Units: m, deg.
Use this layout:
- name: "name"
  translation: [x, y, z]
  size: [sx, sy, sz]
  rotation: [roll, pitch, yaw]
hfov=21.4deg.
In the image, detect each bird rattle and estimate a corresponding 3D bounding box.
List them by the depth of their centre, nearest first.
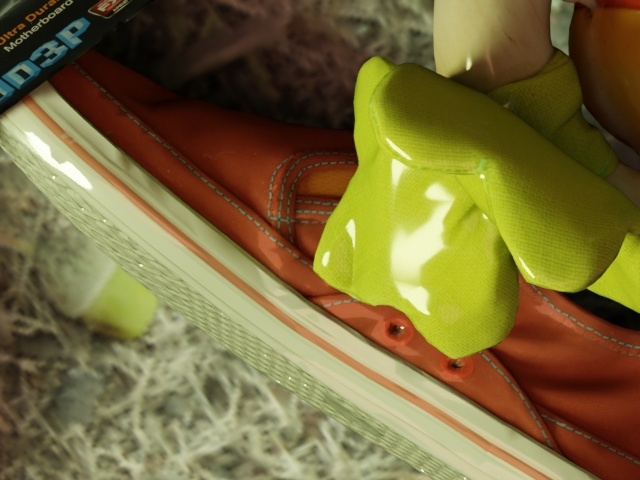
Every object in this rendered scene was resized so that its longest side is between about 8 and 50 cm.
- name: "bird rattle"
  translation: [0.094, -0.083, 0.567]
  size: [0.207, 0.143, 0.254]
  rotation: [15, 76, -25]

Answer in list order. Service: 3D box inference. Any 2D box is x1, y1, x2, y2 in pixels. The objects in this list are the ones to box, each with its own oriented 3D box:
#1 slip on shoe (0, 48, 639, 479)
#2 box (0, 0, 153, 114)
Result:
- name: "slip on shoe"
  translation: [0.000, 0.000, 0.643]
  size: [0.331, 0.123, 0.101]
  rotation: [32, 80, 3]
- name: "box"
  translation: [-0.121, -0.141, 0.577]
  size: [0.220, 0.051, 0.175]
  rotation: [-33, 70, 22]
